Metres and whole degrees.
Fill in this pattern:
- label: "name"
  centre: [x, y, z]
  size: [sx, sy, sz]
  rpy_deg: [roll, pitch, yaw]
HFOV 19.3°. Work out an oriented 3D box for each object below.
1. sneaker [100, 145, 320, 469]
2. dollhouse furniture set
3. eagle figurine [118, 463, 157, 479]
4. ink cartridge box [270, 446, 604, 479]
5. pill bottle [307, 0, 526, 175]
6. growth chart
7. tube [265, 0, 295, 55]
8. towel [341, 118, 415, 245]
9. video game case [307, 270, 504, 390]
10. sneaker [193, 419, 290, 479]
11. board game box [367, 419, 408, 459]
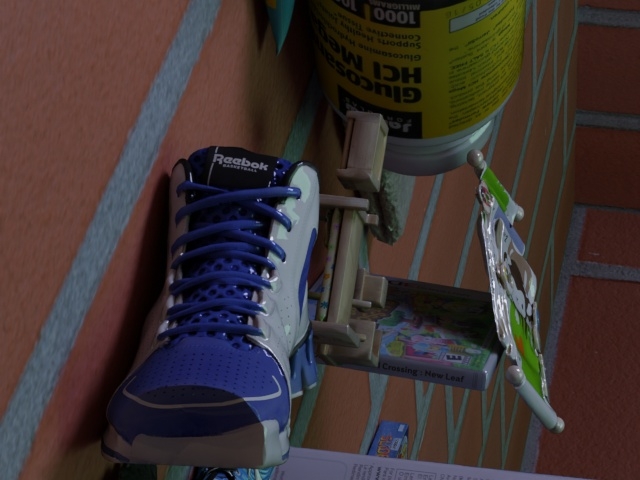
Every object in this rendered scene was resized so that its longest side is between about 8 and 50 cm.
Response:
- label: "sneaker"
  centre: [-0.070, 0.034, 1.264]
  size: [0.315, 0.127, 0.182]
  rpy_deg: [-59, 149, -77]
- label: "dollhouse furniture set"
  centre: [0.000, 0.000, 1.564]
  size: [0.161, 0.101, 0.181]
  rpy_deg: [54, 44, -72]
- label: "eagle figurine"
  centre: [-0.068, 0.302, 1.247]
  size: [0.298, 0.225, 0.226]
  rpy_deg: [-67, 152, -19]
- label: "ink cartridge box"
  centre: [0.105, 0.327, 1.506]
  size: [0.151, 0.396, 0.270]
  rpy_deg: [69, 29, -53]
- label: "pill bottle"
  centre: [0.083, -0.200, 1.618]
  size: [0.334, 0.188, 0.188]
  rpy_deg: [82, 19, -60]
- label: "growth chart"
  centre: [0.178, 0.051, 1.722]
  size: [0.172, 0.021, 0.237]
  rpy_deg: [37, 42, -63]
- label: "tube"
  centre: [-0.030, -0.239, 1.445]
  size: [0.207, 0.052, 0.080]
  rpy_deg: [87, 15, -54]
- label: "towel"
  centre: [0.069, -0.136, 1.934]
  size: [0.282, 0.049, 0.187]
  rpy_deg: [75, 26, -61]
- label: "video game case"
  centre: [0.074, 0.077, 1.717]
  size: [0.212, 0.193, 0.023]
  rpy_deg: [-50, 146, -68]
- label: "sneaker"
  centre: [-0.065, 0.175, 1.455]
  size: [0.073, 0.063, 0.162]
  rpy_deg: [-23, 118, -72]
- label: "board game box"
  centre: [0.063, 0.316, 2.156]
  size: [0.201, 0.035, 0.136]
  rpy_deg: [-62, 156, -59]
